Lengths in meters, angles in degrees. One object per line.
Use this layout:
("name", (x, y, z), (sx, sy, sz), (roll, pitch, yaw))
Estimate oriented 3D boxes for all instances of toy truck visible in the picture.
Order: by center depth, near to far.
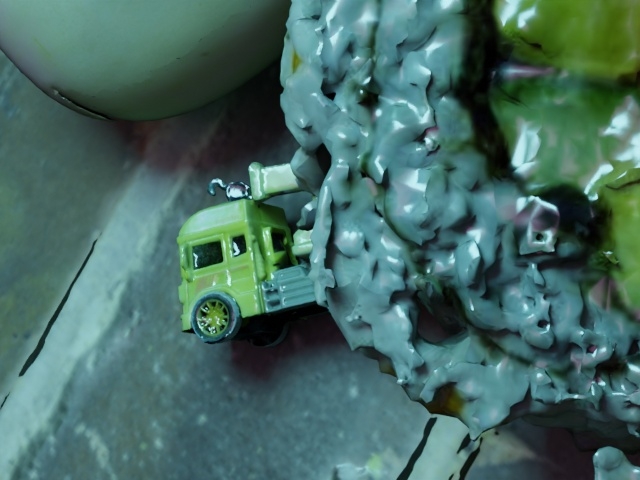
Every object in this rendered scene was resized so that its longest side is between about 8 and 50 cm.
("toy truck", (0.000, 0.000, 0.997), (0.169, 0.077, 0.100), (-14, 79, 24))

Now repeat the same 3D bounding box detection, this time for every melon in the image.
("melon", (-0.067, -0.215, 0.981), (0.223, 0.223, 0.317), (44, 103, 24))

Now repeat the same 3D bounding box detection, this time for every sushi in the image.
("sushi", (0.175, -0.074, 0.856), (0.418, 0.176, 0.417), (0, 89, 7))
